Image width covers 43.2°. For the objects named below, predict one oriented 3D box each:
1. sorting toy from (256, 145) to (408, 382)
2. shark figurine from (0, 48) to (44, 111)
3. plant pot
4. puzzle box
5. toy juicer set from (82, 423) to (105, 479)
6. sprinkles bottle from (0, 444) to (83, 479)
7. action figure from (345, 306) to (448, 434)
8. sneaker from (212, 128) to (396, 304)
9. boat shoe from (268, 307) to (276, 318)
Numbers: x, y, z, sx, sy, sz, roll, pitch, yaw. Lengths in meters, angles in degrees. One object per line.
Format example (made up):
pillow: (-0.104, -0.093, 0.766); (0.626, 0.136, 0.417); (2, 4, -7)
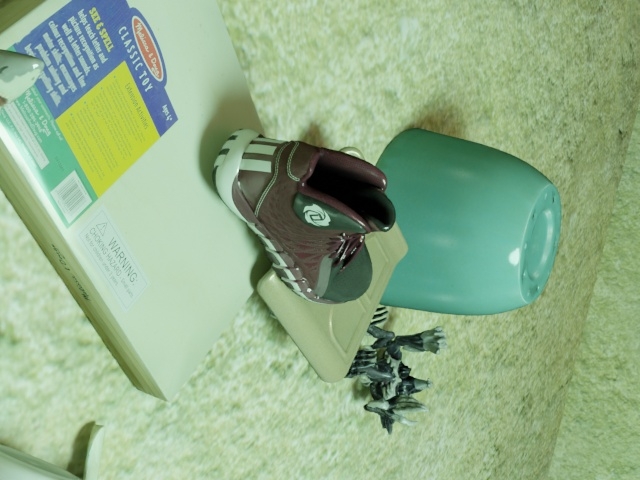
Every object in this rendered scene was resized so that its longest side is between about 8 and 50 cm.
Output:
sorting toy: (0.000, 0.000, 0.981); (0.229, 0.041, 0.307); (-58, 137, -29)
shark figurine: (-0.332, -0.113, 0.480); (0.278, 0.166, 0.116); (-1, 76, -40)
plant pot: (0.232, -0.017, 1.254); (0.293, 0.235, 0.293); (-26, 121, -52)
puzzle box: (-0.159, -0.072, 0.782); (0.272, 0.052, 0.409); (-53, 141, -34)
toy juicer set: (-0.188, 0.350, 0.716); (0.089, 0.329, 0.209); (8, 115, -18)
sprinkles bottle: (-0.306, 0.342, 0.627); (0.121, 0.121, 0.356); (46, 62, -54)
action figure: (0.116, 0.203, 1.240); (0.275, 0.140, 0.164); (44, 52, -53)
sneaker: (0.022, -0.006, 0.836); (0.281, 0.162, 0.107); (45, 61, -46)
boat shoe: (0.002, 0.041, 1.065); (0.183, 0.065, 0.083); (-21, 120, -53)
